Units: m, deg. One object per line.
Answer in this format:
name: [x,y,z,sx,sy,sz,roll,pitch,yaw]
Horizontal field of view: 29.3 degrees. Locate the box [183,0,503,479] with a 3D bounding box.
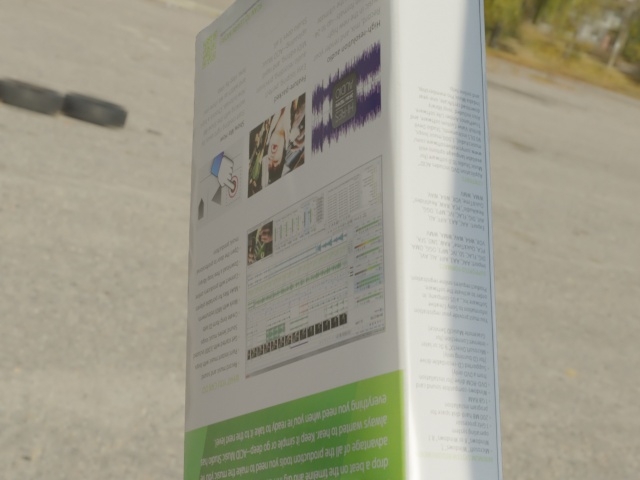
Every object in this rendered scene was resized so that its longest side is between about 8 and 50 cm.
box: [0.000,0.000,0.631,0.058,0.322,0.232,10,-19,-28]
